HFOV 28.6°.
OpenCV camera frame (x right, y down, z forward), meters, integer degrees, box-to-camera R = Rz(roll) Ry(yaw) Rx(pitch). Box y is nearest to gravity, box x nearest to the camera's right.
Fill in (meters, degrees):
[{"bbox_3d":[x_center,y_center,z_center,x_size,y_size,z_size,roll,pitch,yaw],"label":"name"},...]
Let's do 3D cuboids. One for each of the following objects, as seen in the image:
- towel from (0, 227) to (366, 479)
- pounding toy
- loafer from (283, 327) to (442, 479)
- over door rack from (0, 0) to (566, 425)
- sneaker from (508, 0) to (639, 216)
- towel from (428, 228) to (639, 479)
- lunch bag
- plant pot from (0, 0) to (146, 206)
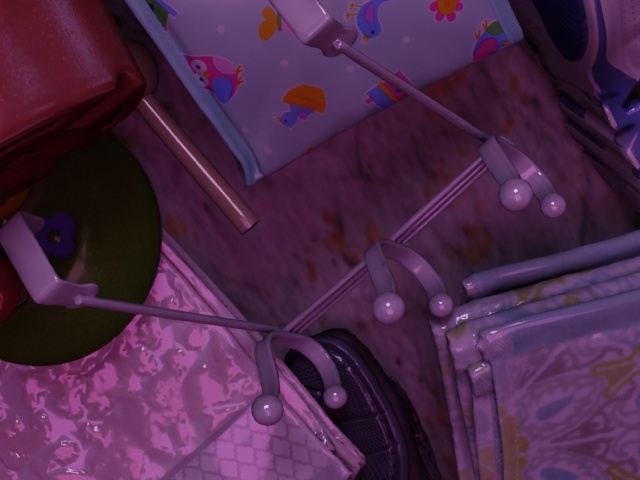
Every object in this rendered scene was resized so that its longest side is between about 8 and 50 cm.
[{"bbox_3d":[-0.186,0.162,0.961,0.332,0.053,0.317,-41,94,8],"label":"towel"},{"bbox_3d":[-0.190,-0.019,0.854,0.237,0.110,0.183,-35,80,10],"label":"pounding toy"},{"bbox_3d":[0.052,0.204,1.033,0.109,0.095,0.302,-14,102,29],"label":"loafer"},{"bbox_3d":[0.000,0.000,0.790,0.239,0.108,0.324,-42,144,16],"label":"over door rack"},{"bbox_3d":[0.238,-0.168,0.863,0.182,0.127,0.315,-39,137,-2],"label":"sneaker"},{"bbox_3d":[0.285,0.134,1.002,0.375,0.090,0.320,-13,123,-4],"label":"towel"},{"bbox_3d":[-0.027,-0.206,0.816,0.223,0.160,0.262,-29,117,6],"label":"lunch bag"},{"bbox_3d":[-0.251,-0.145,0.713,0.272,0.272,0.265,-32,92,7],"label":"plant pot"}]
